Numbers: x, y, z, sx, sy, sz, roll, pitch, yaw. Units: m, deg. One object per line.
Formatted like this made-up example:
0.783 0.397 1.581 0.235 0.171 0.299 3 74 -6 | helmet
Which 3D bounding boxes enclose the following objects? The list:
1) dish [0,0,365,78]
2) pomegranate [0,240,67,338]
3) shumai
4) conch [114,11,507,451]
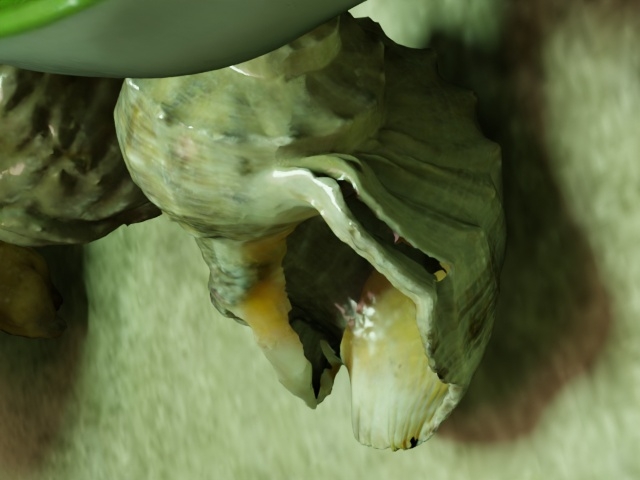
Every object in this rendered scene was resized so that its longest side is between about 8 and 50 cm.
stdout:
0.007 -0.173 0.551 0.324 0.124 0.324 -28 46 33 | dish
-0.293 -0.026 1.016 0.342 0.342 0.342 23 117 57 | pomegranate
-0.128 -0.116 0.791 0.185 0.184 0.218 3 117 58 | shumai
0.000 0.000 0.654 0.155 0.130 0.207 -112 16 -48 | conch
